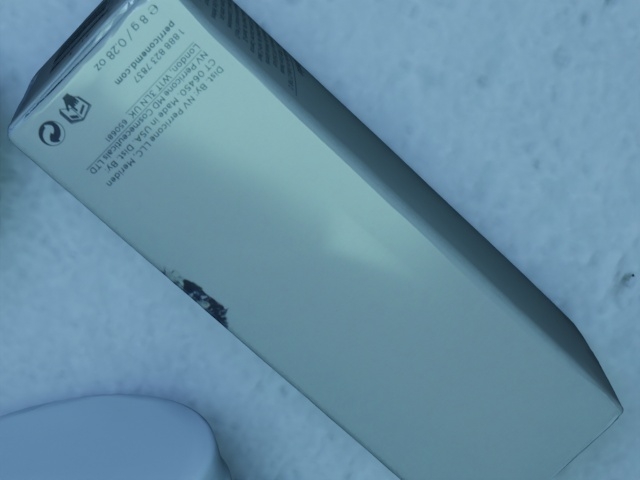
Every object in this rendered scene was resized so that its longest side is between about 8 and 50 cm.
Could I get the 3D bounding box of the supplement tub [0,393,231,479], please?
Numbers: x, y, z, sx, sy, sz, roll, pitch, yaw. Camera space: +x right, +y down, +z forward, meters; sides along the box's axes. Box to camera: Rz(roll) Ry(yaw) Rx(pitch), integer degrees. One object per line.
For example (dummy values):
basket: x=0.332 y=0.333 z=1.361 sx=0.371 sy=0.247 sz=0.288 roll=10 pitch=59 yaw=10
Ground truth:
supplement tub: x=-0.097 y=0.228 z=0.713 sx=0.191 sy=0.191 sz=0.272 roll=-13 pitch=109 yaw=0

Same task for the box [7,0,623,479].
box: x=0.000 y=0.000 z=0.688 sx=0.275 sy=0.113 sz=0.094 roll=43 pitch=101 yaw=-14
